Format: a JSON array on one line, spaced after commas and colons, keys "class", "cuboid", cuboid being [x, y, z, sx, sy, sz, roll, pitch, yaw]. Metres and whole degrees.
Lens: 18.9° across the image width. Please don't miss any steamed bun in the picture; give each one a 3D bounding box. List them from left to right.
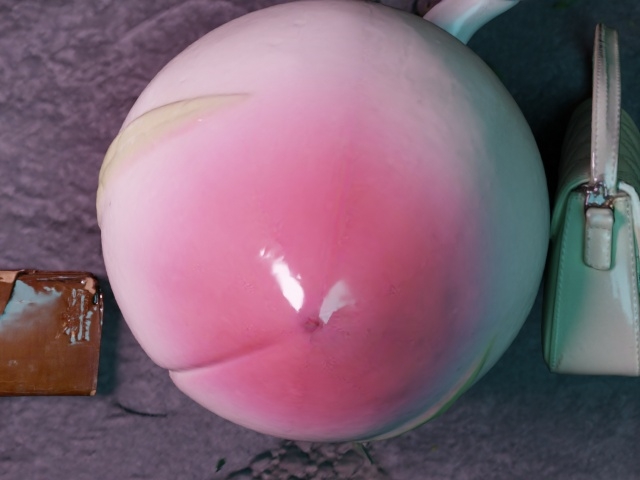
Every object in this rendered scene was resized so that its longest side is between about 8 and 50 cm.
[{"class": "steamed bun", "cuboid": [0.000, 0.000, 1.224, 0.309, 0.309, 0.309, -5, 106, -20]}]

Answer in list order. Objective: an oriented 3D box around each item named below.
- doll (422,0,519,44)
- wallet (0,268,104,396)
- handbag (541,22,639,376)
[{"class": "doll", "cuboid": [0.091, -0.240, 1.322, 0.243, 0.159, 0.311, 6, 125, -35]}, {"class": "wallet", "cuboid": [-0.237, 0.067, 1.325, 0.176, 0.026, 0.095, 1, 101, -22]}, {"class": "handbag", "cuboid": [0.200, -0.036, 1.350, 0.079, 0.256, 0.219, 3, 108, 7]}]
